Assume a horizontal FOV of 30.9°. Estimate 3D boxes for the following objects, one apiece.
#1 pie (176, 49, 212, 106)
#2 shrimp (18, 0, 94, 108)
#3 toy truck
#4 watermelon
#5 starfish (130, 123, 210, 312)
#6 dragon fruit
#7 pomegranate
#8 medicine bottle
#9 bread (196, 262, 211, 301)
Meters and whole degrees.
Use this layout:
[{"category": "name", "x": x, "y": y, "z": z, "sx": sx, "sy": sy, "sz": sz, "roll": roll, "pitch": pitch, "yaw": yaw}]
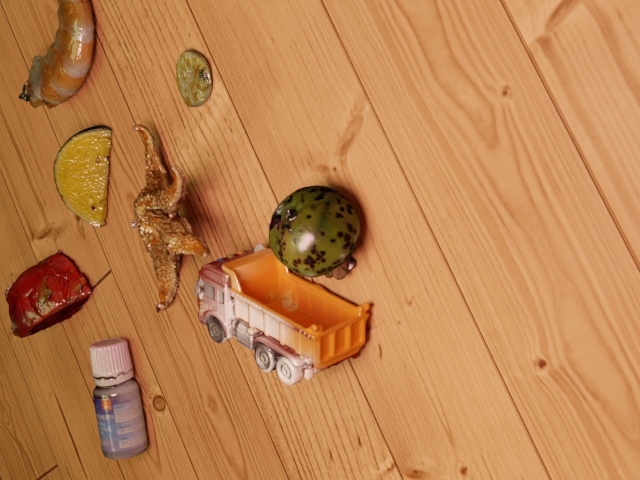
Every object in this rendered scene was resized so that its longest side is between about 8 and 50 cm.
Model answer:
[{"category": "pie", "x": -0.188, "y": -0.238, "z": 1.710, "sx": 0.085, "sy": 0.017, "sz": 0.085, "roll": 19, "pitch": 116, "yaw": 44}, {"category": "shrimp", "x": -0.438, "y": -0.356, "z": 1.930, "sx": 0.185, "sy": 0.068, "sz": 0.287, "roll": 14, "pitch": 110, "yaw": 45}, {"category": "toy truck", "x": -0.061, "y": 0.100, "z": 1.593, "sx": 0.270, "sy": 0.114, "sz": 0.135, "roll": 24, "pitch": 123, "yaw": 43}, {"category": "watermelon", "x": -0.411, "y": -0.116, "z": 1.968, "sx": 0.092, "sy": 0.075, "sz": 0.181, "roll": 32, "pitch": 123, "yaw": 35}, {"category": "starfish", "x": -0.232, "y": -0.003, "z": 1.716, "sx": 0.293, "sy": 0.084, "sz": 0.301, "roll": -141, "pitch": 49, "yaw": -67}, {"category": "dragon fruit", "x": -0.504, "y": 0.092, "z": 2.112, "sx": 0.161, "sy": 0.127, "sz": 0.120, "roll": -33, "pitch": 84, "yaw": 50}, {"category": "pomegranate", "x": 0.000, "y": 0.000, "z": 1.506, "sx": 0.122, "sy": 0.122, "sz": 0.161, "roll": 26, "pitch": 158, "yaw": 43}, {"category": "medicine bottle", "x": -0.355, "y": 0.275, "z": 2.022, "sx": 0.083, "sy": 0.083, "sz": 0.203, "roll": 2, "pitch": 102, "yaw": 49}, {"category": "bread", "x": -0.153, "y": 0.086, "z": 1.767, "sx": 0.110, "sy": 0.024, "sz": 0.110, "roll": 18, "pitch": 115, "yaw": 44}]
